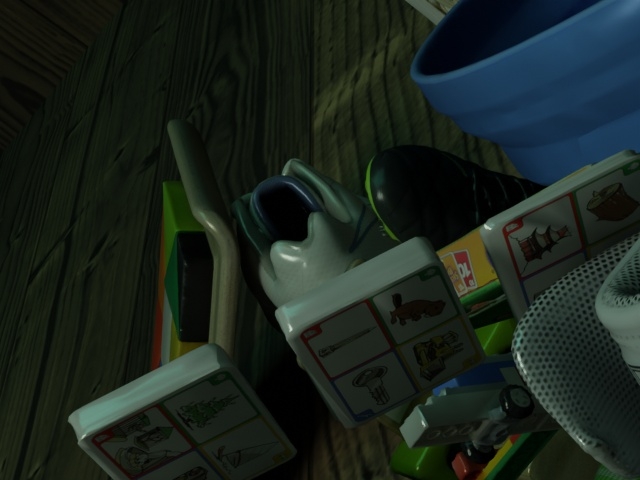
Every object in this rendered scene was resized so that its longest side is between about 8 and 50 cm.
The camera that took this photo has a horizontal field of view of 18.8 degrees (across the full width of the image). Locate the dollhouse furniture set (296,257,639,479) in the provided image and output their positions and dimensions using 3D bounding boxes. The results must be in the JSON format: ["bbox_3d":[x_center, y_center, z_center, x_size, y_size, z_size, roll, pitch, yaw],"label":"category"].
[{"bbox_3d":[0.071,0.100,0.809,0.197,0.151,0.301,-59,19,-12],"label":"dollhouse furniture set"}]

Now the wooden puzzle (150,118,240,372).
[{"bbox_3d":[-0.081,0.063,1.213,0.221,0.044,0.239,-116,25,-69],"label":"wooden puzzle"}]

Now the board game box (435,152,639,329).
[{"bbox_3d":[0.141,-0.011,0.756,0.259,0.039,0.124,-17,-10,-40],"label":"board game box"}]

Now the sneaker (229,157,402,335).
[{"bbox_3d":[0.000,0.000,1.178,0.111,0.129,0.297,-39,19,-5],"label":"sneaker"}]

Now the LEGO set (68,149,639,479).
[{"bbox_3d":[0.034,0.053,0.657,0.182,0.244,0.060,-27,59,2],"label":"LEGO set"}]

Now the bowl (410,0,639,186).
[{"bbox_3d":[0.218,-0.160,0.846,0.391,0.077,0.391,-36,10,7],"label":"bowl"}]

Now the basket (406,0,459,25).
[{"bbox_3d":[0.121,-0.178,1.160,0.103,0.167,0.113,1,58,61],"label":"basket"}]

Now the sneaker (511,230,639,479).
[{"bbox_3d":[0.131,0.121,0.527,0.366,0.210,0.137,-59,18,-13],"label":"sneaker"}]

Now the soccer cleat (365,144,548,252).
[{"bbox_3d":[0.097,-0.010,0.908,0.072,0.179,0.060,-26,54,40],"label":"soccer cleat"}]
